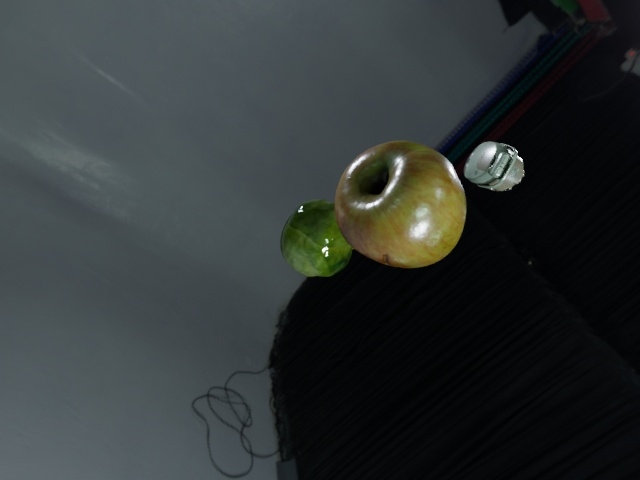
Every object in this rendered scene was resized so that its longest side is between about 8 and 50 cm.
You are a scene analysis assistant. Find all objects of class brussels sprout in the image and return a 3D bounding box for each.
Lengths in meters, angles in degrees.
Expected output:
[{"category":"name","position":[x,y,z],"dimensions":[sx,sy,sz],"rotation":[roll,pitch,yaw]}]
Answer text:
[{"category":"brussels sprout","position":[0.000,0.000,1.344],"dimensions":[0.210,0.219,0.271],"rotation":[17,-6,15]}]

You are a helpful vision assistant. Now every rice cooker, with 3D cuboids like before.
[{"category":"rice cooker","position":[0.538,-0.229,1.455],"dimensions":[0.127,0.145,0.206],"rotation":[23,9,-23]}]

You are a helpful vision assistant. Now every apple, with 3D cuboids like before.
[{"category":"apple","position":[0.170,-0.065,0.957],"dimensions":[0.264,0.264,0.264],"rotation":[38,19,-15]}]
